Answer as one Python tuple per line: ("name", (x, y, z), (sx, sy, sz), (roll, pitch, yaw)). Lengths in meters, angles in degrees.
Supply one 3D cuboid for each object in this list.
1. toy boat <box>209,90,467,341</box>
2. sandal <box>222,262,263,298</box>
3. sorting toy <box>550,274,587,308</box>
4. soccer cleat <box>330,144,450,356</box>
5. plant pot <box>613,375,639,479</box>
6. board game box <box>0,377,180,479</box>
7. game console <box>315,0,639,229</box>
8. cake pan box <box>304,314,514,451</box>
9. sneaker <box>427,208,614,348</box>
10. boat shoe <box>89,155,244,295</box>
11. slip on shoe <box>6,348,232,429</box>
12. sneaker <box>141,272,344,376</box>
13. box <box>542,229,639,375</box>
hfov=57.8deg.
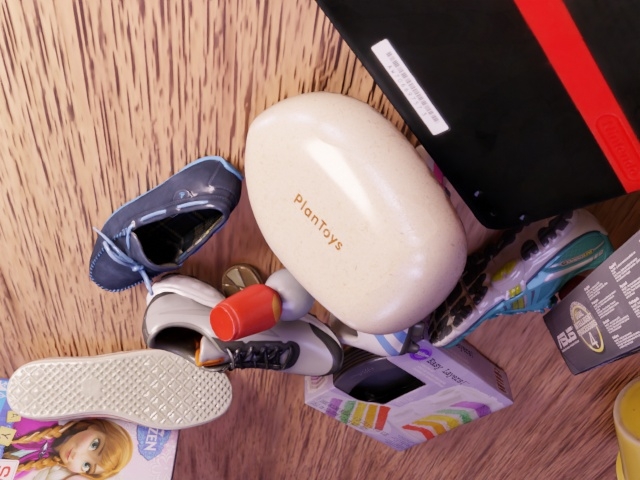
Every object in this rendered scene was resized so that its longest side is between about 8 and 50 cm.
("toy boat", (0.000, 0.000, 0.625), (0.148, 0.267, 0.318), (-18, 157, -49))
("sandal", (-0.095, 0.103, 0.828), (0.072, 0.049, 0.180), (-6, 120, 8))
("sorting toy", (0.327, 0.060, 0.807), (0.102, 0.042, 0.061), (24, 115, -8))
("soccer cleat", (0.070, 0.029, 0.712), (0.143, 0.116, 0.331), (7, 132, 5))
("plant pot", (0.618, 0.358, 0.977), (0.254, 0.254, 0.239), (-26, 116, 22))
("board game box", (-0.390, 0.375, 0.895), (0.318, 0.318, 0.066), (7, 134, -9))
("game console", (0.188, -0.189, 0.448), (0.342, 0.060, 0.386), (-19, 121, 43))
("cake pan box", (0.141, 0.238, 0.953), (0.246, 0.070, 0.267), (-35, 126, 26))
("sneaker", (0.246, 0.066, 0.747), (0.110, 0.107, 0.275), (33, 126, -17))
("boat shoe", (-0.200, -0.005, 0.684), (0.109, 0.089, 0.258), (32, 126, -28))
("slip on shoe", (-0.306, 0.234, 0.918), (0.331, 0.123, 0.101), (3, 167, -11))
("sneaker", (-0.101, 0.136, 0.755), (0.271, 0.108, 0.100), (17, 123, -10))
("box", (0.432, 0.017, 0.577), (0.318, 0.097, 0.395), (-22, 158, -2))
